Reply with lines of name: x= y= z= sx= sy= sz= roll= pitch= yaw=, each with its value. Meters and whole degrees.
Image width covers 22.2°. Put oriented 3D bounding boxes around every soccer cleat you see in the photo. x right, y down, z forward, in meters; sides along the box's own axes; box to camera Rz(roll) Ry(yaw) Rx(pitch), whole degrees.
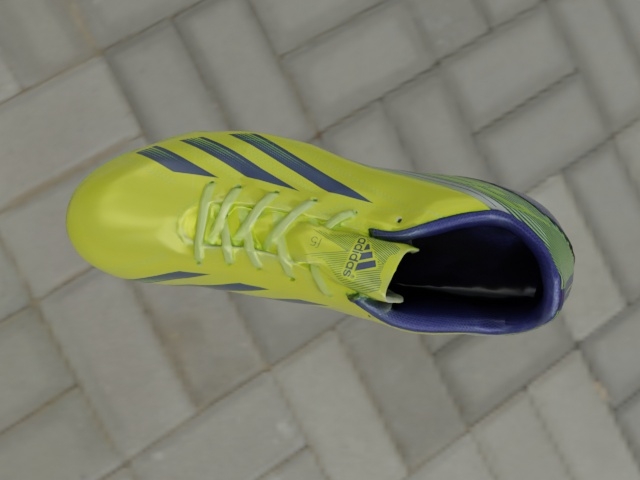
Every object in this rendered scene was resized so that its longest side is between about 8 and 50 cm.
soccer cleat: x=0.001 y=-0.001 z=0.912 sx=0.289 sy=0.121 sz=0.093 roll=6 pitch=108 yaw=-3
